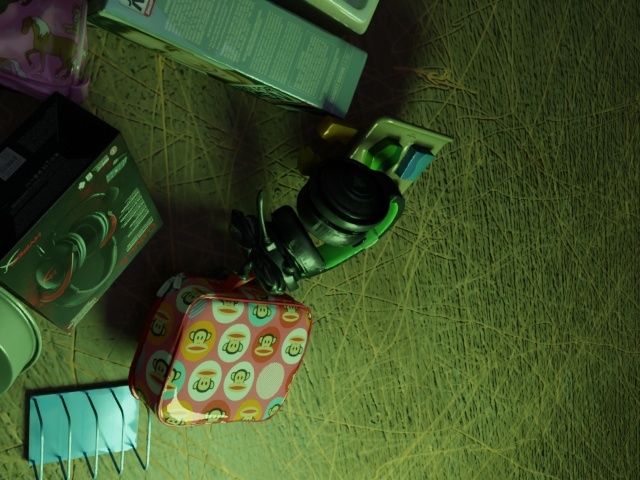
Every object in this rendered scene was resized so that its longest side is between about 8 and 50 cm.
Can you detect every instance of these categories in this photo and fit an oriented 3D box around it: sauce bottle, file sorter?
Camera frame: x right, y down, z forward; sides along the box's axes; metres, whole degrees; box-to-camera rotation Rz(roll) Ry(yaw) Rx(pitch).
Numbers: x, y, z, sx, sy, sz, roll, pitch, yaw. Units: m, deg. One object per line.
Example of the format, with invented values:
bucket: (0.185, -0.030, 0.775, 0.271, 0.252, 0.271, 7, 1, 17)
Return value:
sauce bottle: (-0.208, 0.091, 1.098, 0.128, 0.042, 0.042, -39, 118, -18)
file sorter: (-0.363, 0.307, 1.025, 0.170, 0.104, 0.118, 0, 102, -29)

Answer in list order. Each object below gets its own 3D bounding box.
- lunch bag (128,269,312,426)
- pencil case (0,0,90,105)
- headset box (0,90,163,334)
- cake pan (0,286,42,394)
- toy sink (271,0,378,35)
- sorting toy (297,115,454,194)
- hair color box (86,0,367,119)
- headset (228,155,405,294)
lunch bag: (-0.149, 0.167, 1.072, 0.293, 0.120, 0.258, 16, 95, -48)
pencil case: (-0.466, -0.260, 0.750, 0.386, 0.160, 0.167, 5, 99, -32)
headset box: (-0.337, -0.017, 0.863, 0.110, 0.293, 0.218, 32, 69, 11)
cake pan: (-0.510, 0.122, 0.816, 0.293, 0.054, 0.293, 1, 136, 1)
toy sink: (0.019, -0.407, 0.990, 0.131, 0.234, 0.152, 22, 90, -32)
sorting toy: (0.074, -0.113, 1.089, 0.307, 0.041, 0.229, 4, 137, -49)
hair color box: (-0.139, -0.300, 0.954, 0.374, 0.185, 0.113, 18, 93, -32)
headset: (0.000, 0.000, 1.000, 0.243, 0.185, 0.394, -39, 158, 24)
